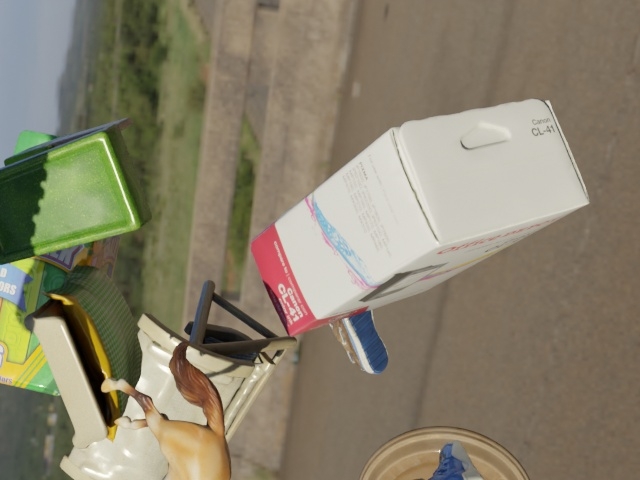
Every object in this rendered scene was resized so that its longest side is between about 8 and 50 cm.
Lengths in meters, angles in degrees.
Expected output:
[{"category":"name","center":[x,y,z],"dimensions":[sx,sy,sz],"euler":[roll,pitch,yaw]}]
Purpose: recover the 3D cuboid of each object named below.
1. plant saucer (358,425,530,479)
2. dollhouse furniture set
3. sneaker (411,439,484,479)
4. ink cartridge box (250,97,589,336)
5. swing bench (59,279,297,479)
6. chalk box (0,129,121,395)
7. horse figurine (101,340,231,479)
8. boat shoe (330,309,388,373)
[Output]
[{"category":"plant saucer","center":[0.191,0.413,1.720],"dimensions":[0.041,0.277,0.278],"euler":[-71,-7,-65]},{"category":"dollhouse furniture set","center":[-0.209,0.037,1.149],"dimensions":[0.197,0.151,0.302],"euler":[-69,-38,-75]},{"category":"sneaker","center":[0.118,0.253,1.138],"dimensions":[0.152,0.084,0.058],"euler":[-123,14,-80]},{"category":"ink cartridge box","center":[0.097,-0.020,1.206],"dimensions":[0.306,0.226,0.131],"euler":[-33,75,54]},{"category":"swing bench","center":[-0.192,0.222,1.553],"dimensions":[0.253,0.165,0.254],"euler":[-59,-8,17]},{"category":"chalk box","center":[-0.348,0.016,1.342],"dimensions":[0.179,0.180,0.289],"euler":[-76,-3,-86]},{"category":"horse figurine","center":[-0.145,0.232,1.049],"dimensions":[0.066,0.174,0.263],"euler":[12,-86,-62]},{"category":"boat shoe","center":[0.048,0.136,1.811],"dimensions":[0.066,0.066,0.183],"euler":[1,116,45]}]
